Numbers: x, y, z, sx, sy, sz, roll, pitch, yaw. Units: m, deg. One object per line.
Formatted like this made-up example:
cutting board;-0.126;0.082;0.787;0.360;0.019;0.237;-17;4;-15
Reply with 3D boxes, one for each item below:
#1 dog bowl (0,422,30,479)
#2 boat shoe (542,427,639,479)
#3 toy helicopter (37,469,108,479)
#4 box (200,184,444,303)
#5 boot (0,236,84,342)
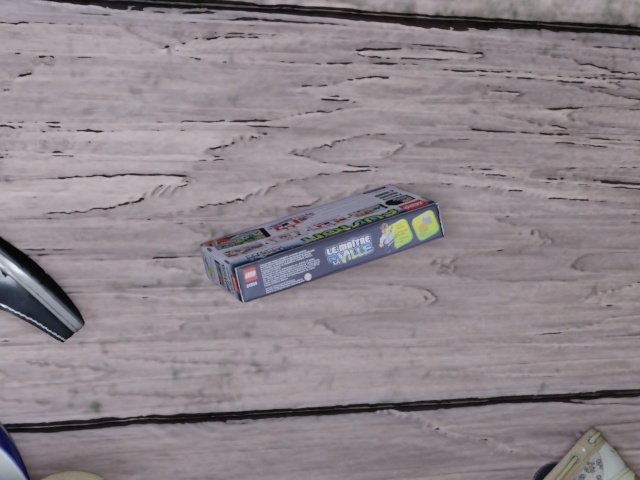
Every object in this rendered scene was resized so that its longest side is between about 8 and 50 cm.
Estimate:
dog bowl;-0.383;0.259;1.207;0.264;0.104;0.265;-4;102;-20
boat shoe;0.211;0.311;1.466;0.285;0.104;0.089;-30;73;-18
toy helicopter;-0.335;0.228;1.082;0.355;0.140;0.235;5;122;-11
box;0.000;0.000;1.298;0.207;0.114;0.036;-18;107;-17
boot;-0.346;0.062;1.193;0.236;0.085;0.179;37;88;-17
